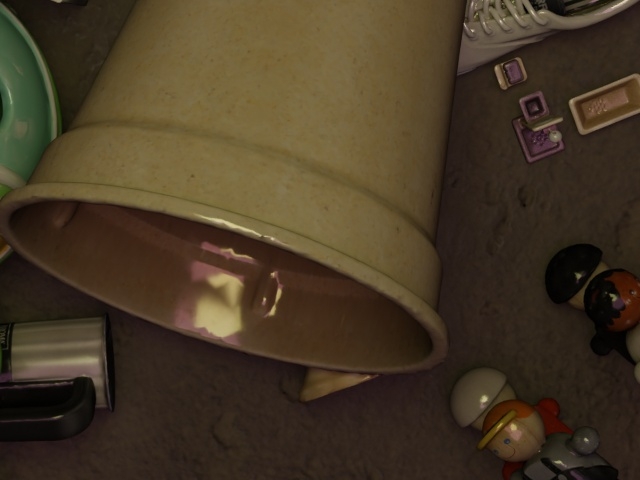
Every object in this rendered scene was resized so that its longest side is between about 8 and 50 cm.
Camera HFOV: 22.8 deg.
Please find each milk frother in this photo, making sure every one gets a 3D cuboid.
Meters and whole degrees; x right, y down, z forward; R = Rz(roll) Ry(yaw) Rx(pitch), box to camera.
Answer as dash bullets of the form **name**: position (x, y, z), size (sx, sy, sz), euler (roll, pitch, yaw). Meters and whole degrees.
- **milk frother**: position (-0.239, 0.141, 1.326), size (0.135, 0.129, 0.143), euler (-3, 141, -3)

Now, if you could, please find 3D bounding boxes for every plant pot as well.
- **plant pot**: position (-0.029, -0.099, 1.165), size (0.334, 0.334, 0.305), euler (19, 73, -6)

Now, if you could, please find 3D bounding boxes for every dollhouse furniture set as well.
- **dollhouse furniture set**: position (0.215, -0.122, 1.313), size (0.114, 0.081, 0.091), euler (-22, 99, 0)

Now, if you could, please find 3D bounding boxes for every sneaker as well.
- **sneaker**: position (0.156, -0.199, 1.293), size (0.258, 0.091, 0.094), euler (-24, 99, 2)

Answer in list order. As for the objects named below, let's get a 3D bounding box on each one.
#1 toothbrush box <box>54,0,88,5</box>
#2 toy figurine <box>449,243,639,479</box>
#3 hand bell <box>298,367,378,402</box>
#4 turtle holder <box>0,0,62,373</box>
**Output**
- **toothbrush box**: position (-0.300, -0.280, 1.197), size (0.283, 0.206, 0.122), euler (18, 96, -6)
- **toy figurine**: position (0.213, 0.114, 1.284), size (0.148, 0.209, 0.213), euler (40, 93, -2)
- **hand bell**: position (0.000, 0.000, 1.320), size (0.126, 0.126, 0.242), euler (-20, 87, 0)
- **turtle holder**: position (-0.328, -0.056, 1.207), size (0.243, 0.227, 0.320), euler (14, 92, -5)
